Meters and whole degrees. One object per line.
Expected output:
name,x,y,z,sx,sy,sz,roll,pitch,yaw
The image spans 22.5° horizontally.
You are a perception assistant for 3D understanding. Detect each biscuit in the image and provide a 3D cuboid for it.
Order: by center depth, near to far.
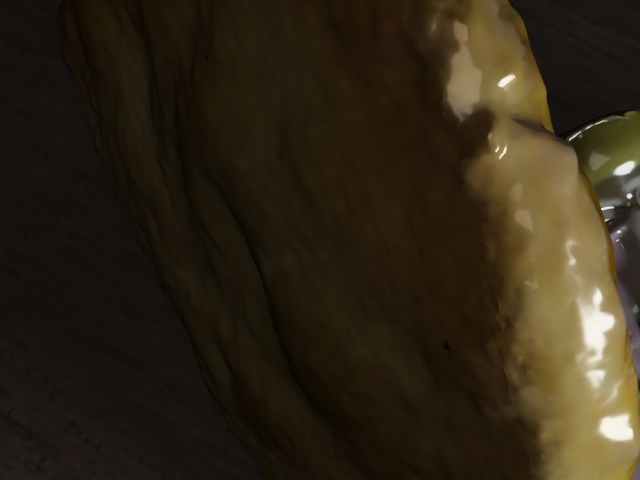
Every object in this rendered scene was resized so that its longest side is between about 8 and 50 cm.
biscuit,-0.001,0.000,0.832,0.104,0.446,0.429,-22,90,-23

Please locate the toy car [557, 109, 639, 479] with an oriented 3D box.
toy car,0.244,0.040,0.911,0.336,0.226,0.242,-21,74,-16
